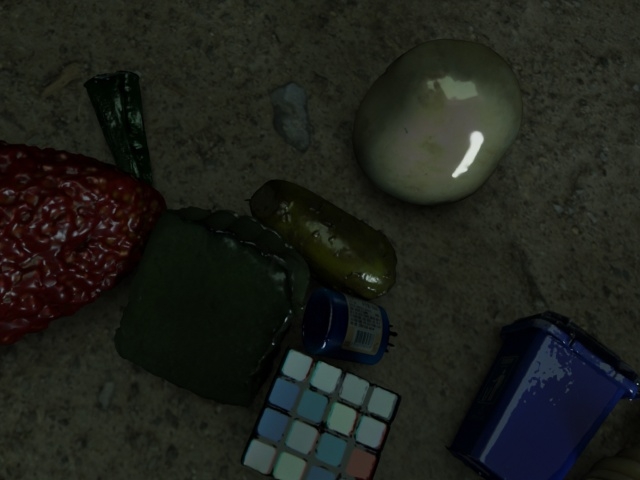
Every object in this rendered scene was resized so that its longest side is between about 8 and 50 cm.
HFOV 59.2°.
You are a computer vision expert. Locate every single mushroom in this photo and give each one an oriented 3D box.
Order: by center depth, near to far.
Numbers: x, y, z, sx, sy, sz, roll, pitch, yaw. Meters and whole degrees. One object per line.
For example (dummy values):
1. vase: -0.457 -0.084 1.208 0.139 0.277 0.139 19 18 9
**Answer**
1. mushroom: 0.178 -0.188 0.893 0.260 0.254 0.234 -9 27 9

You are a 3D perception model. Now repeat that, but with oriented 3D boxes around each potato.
1. potato: 0.000 0.000 0.821 0.251 0.149 0.113 29 91 -1

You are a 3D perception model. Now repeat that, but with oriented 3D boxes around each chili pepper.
1. chili pepper: -0.311 -0.154 0.886 0.088 0.059 0.227 -13 77 -7

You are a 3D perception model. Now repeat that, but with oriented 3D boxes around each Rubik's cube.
1. Rubik's cube: -0.006 0.242 0.730 0.155 0.154 0.151 24 70 2

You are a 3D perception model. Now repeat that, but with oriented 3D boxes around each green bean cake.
1. green bean cake: -0.133 0.081 0.743 0.222 0.125 0.227 25 105 7

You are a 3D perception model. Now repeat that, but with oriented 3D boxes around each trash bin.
1. trash bin: 0.304 0.236 0.778 0.184 0.162 0.234 37 75 6

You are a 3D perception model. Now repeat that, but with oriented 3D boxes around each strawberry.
1. strawberry: -0.394 -0.009 0.738 0.343 0.292 0.292 -16 72 -38

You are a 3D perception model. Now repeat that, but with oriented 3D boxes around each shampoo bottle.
1. shampoo bottle: 0.046 0.122 0.774 0.050 0.183 0.087 -1 74 37

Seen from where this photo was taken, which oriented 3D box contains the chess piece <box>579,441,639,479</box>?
1. chess piece: 0.510 0.258 0.788 0.397 0.117 0.117 -29 76 -32
